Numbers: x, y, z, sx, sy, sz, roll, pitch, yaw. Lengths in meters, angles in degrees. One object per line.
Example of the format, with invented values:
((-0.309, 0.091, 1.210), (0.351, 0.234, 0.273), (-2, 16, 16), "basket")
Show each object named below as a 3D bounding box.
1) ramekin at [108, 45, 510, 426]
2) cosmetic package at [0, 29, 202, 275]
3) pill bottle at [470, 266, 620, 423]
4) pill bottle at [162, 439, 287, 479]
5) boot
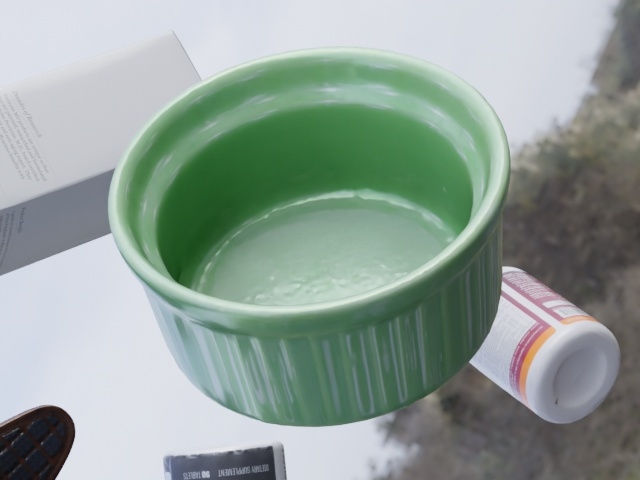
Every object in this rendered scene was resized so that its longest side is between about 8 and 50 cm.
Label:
((0.000, 0.000, 1.460), (0.148, 0.303, 0.303), (79, -150, -42), "ramekin")
((-0.309, -0.085, 2.190), (0.365, 0.155, 0.197), (-23, -19, -28), "cosmetic package")
((0.221, 0.103, 2.102), (0.221, 0.121, 0.121), (38, 109, 51), "pill bottle")
((-0.090, 0.337, 1.988), (0.130, 0.130, 0.246), (39, -135, -84), "pill bottle")
((-0.297, 0.208, 1.546), (0.219, 0.082, 0.106), (-43, 18, -12), "boot")
